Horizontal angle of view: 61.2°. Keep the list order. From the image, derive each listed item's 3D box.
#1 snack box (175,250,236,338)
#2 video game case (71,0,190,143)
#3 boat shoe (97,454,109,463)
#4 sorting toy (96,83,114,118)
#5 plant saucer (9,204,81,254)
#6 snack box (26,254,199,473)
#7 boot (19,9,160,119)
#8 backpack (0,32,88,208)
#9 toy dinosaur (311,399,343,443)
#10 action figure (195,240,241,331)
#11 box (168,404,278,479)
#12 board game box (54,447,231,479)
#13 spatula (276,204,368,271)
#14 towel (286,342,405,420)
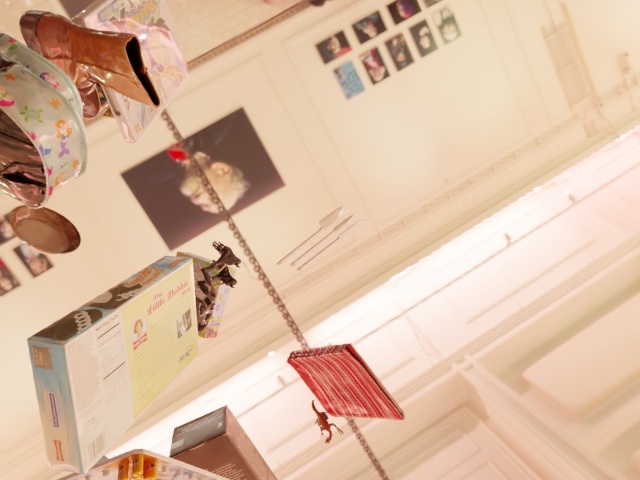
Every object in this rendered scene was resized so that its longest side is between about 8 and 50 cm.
[{"bbox_3d":[-0.353,0.153,1.546,0.175,0.207,0.070,16,180,24],"label":"snack box"},{"bbox_3d":[-0.427,-0.447,1.286,0.036,0.299,0.329,4,-135,14],"label":"video game case"},{"bbox_3d":[-0.665,0.724,1.706,0.079,0.227,0.081,-43,-167,25],"label":"boat shoe"},{"bbox_3d":[-0.647,-0.441,1.582,0.132,0.046,0.274,-46,-126,-12],"label":"sorting toy"},{"bbox_3d":[-0.783,-0.022,1.533,0.036,0.199,0.198,-49,-170,19],"label":"plant saucer"},{"bbox_3d":[-0.282,0.160,0.806,0.060,0.187,0.322,5,-162,14],"label":"snack box"},{"bbox_3d":[-0.430,-0.322,1.090,0.281,0.264,0.096,20,-129,18],"label":"boot"},{"bbox_3d":[-0.486,-0.183,0.851,0.191,0.254,0.225,-49,171,-42],"label":"backpack"},{"bbox_3d":[0.004,0.404,1.177,0.047,0.090,0.082,-43,-174,-6],"label":"toy dinosaur"},{"bbox_3d":[-0.304,0.134,1.283,0.275,0.141,0.164,-58,172,-42],"label":"action figure"},{"bbox_3d":[-0.287,0.715,1.676,0.191,0.381,0.143,-24,-154,3],"label":"box"},{"bbox_3d":[-0.440,0.614,1.261,0.390,0.390,0.050,-26,-133,15],"label":"board game box"},{"bbox_3d":[0.000,0.000,1.420,0.242,0.019,0.168,-37,158,14],"label":"spatula"},{"bbox_3d":[0.044,0.313,1.175,0.031,0.199,0.275,-41,-172,-32],"label":"towel"}]
